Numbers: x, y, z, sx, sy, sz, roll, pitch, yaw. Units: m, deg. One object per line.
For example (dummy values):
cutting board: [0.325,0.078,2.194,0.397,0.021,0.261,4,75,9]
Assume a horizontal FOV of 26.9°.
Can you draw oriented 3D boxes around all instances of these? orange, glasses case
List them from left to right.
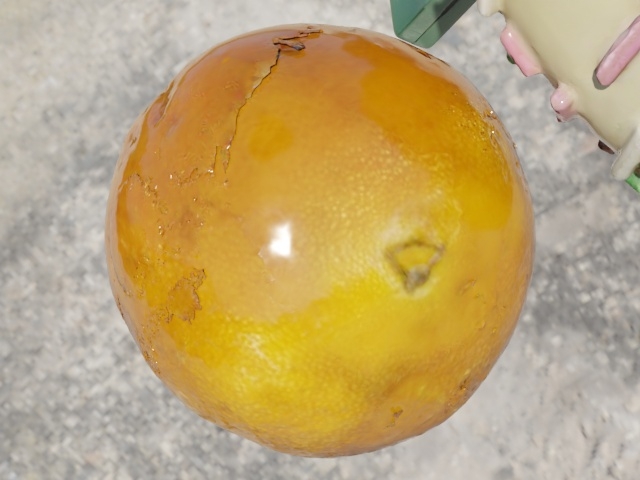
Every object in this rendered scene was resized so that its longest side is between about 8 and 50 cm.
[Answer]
orange: [0.000,0.000,0.736,0.240,0.240,0.240,-21,40,19]
glasses case: [0.128,-0.254,1.186,0.184,0.039,0.078,-44,40,44]

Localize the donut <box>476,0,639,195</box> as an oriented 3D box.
donut: [0.204,-0.158,0.692,0.142,0.382,0.383,-37,30,39]
